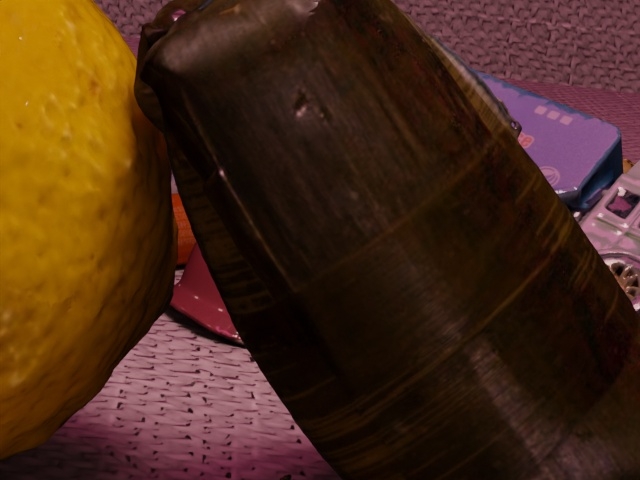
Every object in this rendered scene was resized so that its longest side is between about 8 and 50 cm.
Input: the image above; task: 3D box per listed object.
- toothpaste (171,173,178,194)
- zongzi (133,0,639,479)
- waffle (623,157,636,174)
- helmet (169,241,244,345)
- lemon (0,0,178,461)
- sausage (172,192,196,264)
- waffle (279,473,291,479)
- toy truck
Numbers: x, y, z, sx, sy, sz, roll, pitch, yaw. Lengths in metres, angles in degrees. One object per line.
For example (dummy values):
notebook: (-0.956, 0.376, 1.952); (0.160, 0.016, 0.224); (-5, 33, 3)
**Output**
toothpaste: (-0.141, -0.057, 1.961); (0.234, 0.057, 0.089); (5, 9, 22)
zongzi: (0.030, -0.003, 1.164); (0.208, 0.403, 0.432); (-36, 9, -1)
waffle: (0.180, -0.034, 1.744); (0.376, 0.114, 0.261); (17, -6, 39)
helmet: (0.000, 0.000, 1.564); (0.253, 0.154, 0.198); (4, 13, -34)
lemon: (-0.256, -0.022, 1.079); (0.387, 0.349, 0.350); (28, 0, -32)
sausage: (-0.165, -0.007, 1.673); (0.071, 0.071, 0.234); (17, 16, 40)
waffle: (0.001, 0.177, 1.053); (0.098, 0.023, 0.153); (11, 12, 11)
toy truck: (0.139, -0.012, 1.367); (0.367, 0.146, 0.175); (27, 61, 30)
